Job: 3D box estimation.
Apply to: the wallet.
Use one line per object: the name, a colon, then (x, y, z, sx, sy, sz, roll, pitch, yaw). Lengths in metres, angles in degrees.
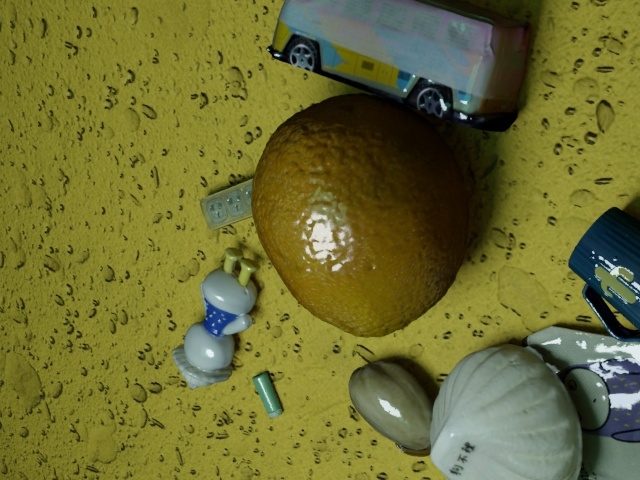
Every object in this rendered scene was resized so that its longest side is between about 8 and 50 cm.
wallet: (0.433, 0.285, 1.525, 0.274, 0.068, 0.335, -9, 97, 38)

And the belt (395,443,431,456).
belt: (0.166, 0.334, 1.738, 0.083, 0.036, 0.059, -5, 100, 34)

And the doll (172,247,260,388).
doll: (-0.187, 0.153, 1.881, 0.138, 0.119, 0.293, 36, 116, 30)

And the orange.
orange: (0.061, -0.032, 1.525, 0.322, 0.322, 0.357, 2, 119, 33)

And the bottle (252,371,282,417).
bottle: (-0.097, 0.286, 1.905, 0.030, 0.030, 0.083, -22, 92, 36)

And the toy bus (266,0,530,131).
toy bus: (0.114, -0.294, 1.515, 0.386, 0.171, 0.162, 23, 106, 27)

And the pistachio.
pistachio: (0.121, 0.271, 1.699, 0.185, 0.108, 0.126, 36, 113, 28)

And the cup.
cup: (0.430, 0.055, 1.430, 0.155, 0.131, 0.176, 42, 134, 22)

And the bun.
bun: (0.246, 0.295, 1.548, 0.263, 0.175, 0.263, 20, 114, 52)

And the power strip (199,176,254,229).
power strip: (-0.100, -0.082, 1.787, 0.305, 0.044, 0.064, -18, 93, 36)
